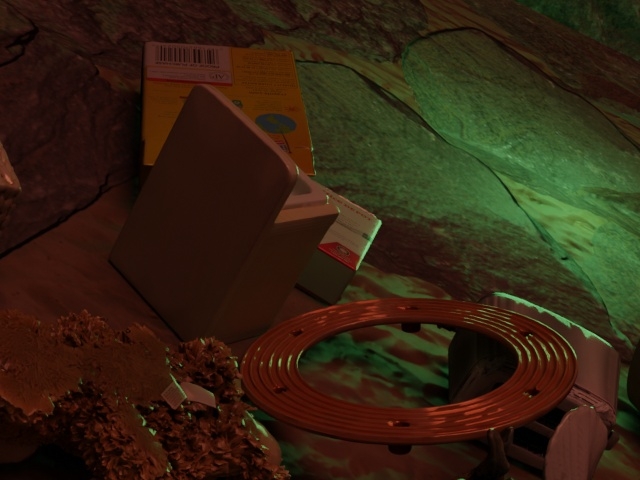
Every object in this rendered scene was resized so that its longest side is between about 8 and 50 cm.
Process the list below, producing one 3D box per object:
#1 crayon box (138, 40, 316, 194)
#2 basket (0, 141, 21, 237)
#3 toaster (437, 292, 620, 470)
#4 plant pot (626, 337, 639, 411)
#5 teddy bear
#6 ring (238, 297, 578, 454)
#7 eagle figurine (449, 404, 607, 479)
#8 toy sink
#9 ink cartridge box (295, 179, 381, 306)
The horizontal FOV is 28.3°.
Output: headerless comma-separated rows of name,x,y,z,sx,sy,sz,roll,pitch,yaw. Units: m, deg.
crayon box,-0.122,-0.137,1.550,0.202,0.081,0.318,3,33,-8
basket,-0.368,-0.066,1.215,0.103,0.113,0.167,9,35,-40
toaster,0.231,0.158,1.419,0.227,0.129,0.146,27,29,-7
plant pot,0.546,0.179,1.552,0.280,0.323,0.323,29,22,33
teddy bear,-0.175,0.148,1.080,0.245,0.113,0.338,52,25,23
ring,0.086,0.131,1.268,0.336,0.032,0.336,-1,19,0
eagle figurine,0.214,0.308,1.068,0.298,0.226,0.225,50,-8,21
toy sink,-0.086,-0.029,1.302,0.153,0.234,0.131,43,30,25
ink cartridge box,0.000,0.000,1.524,0.109,0.063,0.150,31,27,1
